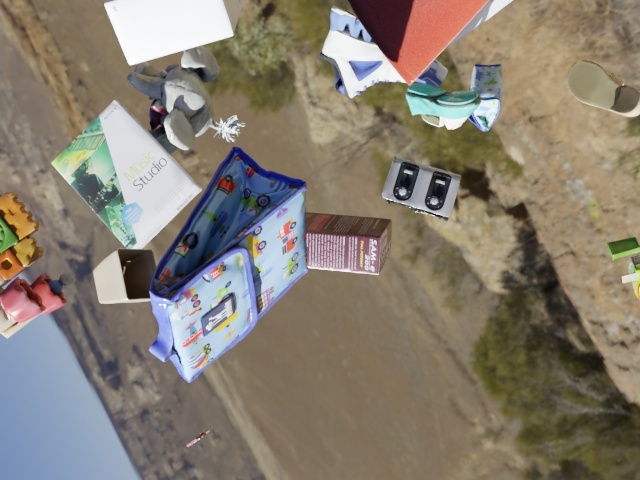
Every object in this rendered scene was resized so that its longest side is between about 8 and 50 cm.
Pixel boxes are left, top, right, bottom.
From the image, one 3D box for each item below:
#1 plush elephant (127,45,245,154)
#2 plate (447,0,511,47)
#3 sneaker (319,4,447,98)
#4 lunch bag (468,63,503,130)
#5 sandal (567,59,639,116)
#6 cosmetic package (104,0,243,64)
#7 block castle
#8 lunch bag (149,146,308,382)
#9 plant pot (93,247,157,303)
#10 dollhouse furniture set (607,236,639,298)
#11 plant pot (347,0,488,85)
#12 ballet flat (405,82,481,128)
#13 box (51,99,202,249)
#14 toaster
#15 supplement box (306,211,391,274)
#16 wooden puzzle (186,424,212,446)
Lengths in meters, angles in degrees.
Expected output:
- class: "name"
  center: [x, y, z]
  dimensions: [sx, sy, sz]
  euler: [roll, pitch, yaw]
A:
- class: "plush elephant"
  center: [-0.370, -0.353, 2.128]
  dimensions: [0.255, 0.329, 0.272]
  euler: [73, -150, -71]
- class: "plate"
  center: [0.390, -0.555, 1.886]
  dimensions: [0.045, 0.278, 0.277]
  euler: [52, 170, 3]
- class: "sneaker"
  center: [0.125, -0.414, 2.017]
  dimensions: [0.182, 0.315, 0.127]
  euler: [-62, 24, 19]
- class: "lunch bag"
  center: [0.459, -0.397, 2.357]
  dimensions: [0.151, 0.096, 0.129]
  euler: [66, -149, -60]
- class: "sandal"
  center: [0.644, -0.322, 1.875]
  dimensions: [0.088, 0.079, 0.240]
  euler: [-60, 33, 16]
- class: "cosmetic package"
  center: [-0.291, -0.481, 1.730]
  dimensions: [0.225, 0.224, 0.138]
  euler: [-88, -18, -61]
- class: "block castle"
  center: [-0.730, -0.010, 1.778]
  dimensions: [0.453, 0.212, 0.303]
  euler: [52, 175, -2]
- class: "lunch bag"
  center: [-0.150, 0.052, 1.224]
  dimensions: [0.138, 0.293, 0.221]
  euler: [28, 149, 18]
- class: "plant pot"
  center: [-0.407, 0.082, 1.761]
  dimensions: [0.109, 0.096, 0.109]
  euler: [3, -110, -59]
- class: "dollhouse furniture set"
  center: [0.630, 0.063, 1.745]
  dimensions: [0.076, 0.058, 0.152]
  euler: [-96, -13, -45]
- class: "plant pot"
  center: [0.176, -0.479, 1.560]
  dimensions: [0.235, 0.267, 0.267]
  euler: [41, -160, -6]
- class: "ballet flat"
  center: [0.280, -0.294, 1.889]
  dimensions: [0.247, 0.083, 0.087]
  euler: [29, 140, 57]
- class: "box"
  center: [-0.481, -0.160, 2.098]
  dimensions: [0.322, 0.232, 0.058]
  euler: [45, -179, 15]
- class: "toaster"
  center: [0.238, -0.120, 1.991]
  dimensions: [0.185, 0.168, 0.110]
  euler: [-4, -68, -84]
- class: "supplement box"
  center: [0.000, 0.000, 1.520]
  dimensions: [0.130, 0.239, 0.073]
  euler: [-49, -38, -69]
- class: "wooden puzzle"
  center: [-0.269, 0.434, 1.883]
  dimensions: [0.083, 0.049, 0.006]
  euler: [-38, 90, 35]
